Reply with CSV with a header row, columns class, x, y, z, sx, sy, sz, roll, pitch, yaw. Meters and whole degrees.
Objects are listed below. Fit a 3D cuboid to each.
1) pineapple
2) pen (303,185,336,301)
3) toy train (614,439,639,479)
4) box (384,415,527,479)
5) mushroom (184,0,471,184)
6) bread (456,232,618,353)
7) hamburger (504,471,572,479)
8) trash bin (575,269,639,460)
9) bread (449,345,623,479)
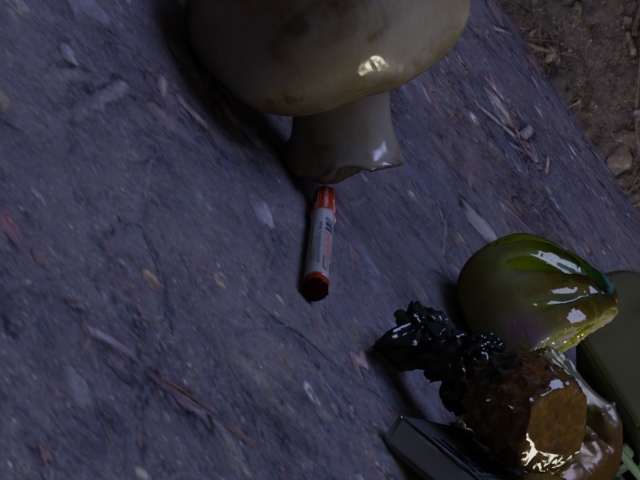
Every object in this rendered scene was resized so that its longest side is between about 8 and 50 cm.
class,x,y,z,sx,sy,sz,roll,pitch,yaw
pineapple,0.146,0.129,1.817,0.237,0.111,0.119,32,-35,46
pen,0.000,0.000,1.890,0.028,0.028,0.239,49,17,-16
toy train,0.378,0.290,2.341,0.207,0.047,0.043,52,16,-4
box,0.139,0.214,1.777,0.115,0.036,0.177,37,7,26
mushroom,0.014,-0.211,1.977,0.297,0.297,0.290,-99,176,-58
bread,0.243,0.065,2.229,0.156,0.158,0.261,44,15,-20
hamburger,0.204,0.338,1.500,0.284,0.174,0.304,36,24,-43
trash bin,0.403,0.181,2.388,0.243,0.121,0.247,61,-6,21
bread,0.241,0.195,1.981,0.174,0.133,0.251,54,16,5
